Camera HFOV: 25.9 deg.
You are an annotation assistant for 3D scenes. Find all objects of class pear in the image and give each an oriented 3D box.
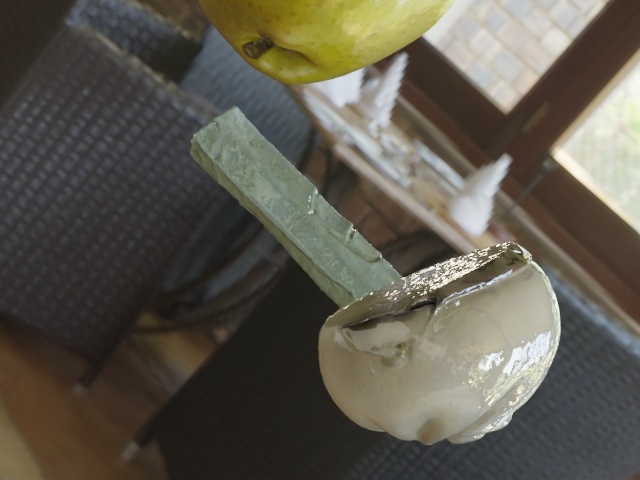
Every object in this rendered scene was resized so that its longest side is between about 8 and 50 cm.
[{"bbox_3d":[0.017,-0.392,1.656,0.362,0.418,0.362,19,-10,4],"label":"pear"}]

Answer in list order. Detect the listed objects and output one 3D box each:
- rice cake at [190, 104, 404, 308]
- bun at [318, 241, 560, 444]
[{"bbox_3d":[0.000,0.000,1.422,0.336,0.066,0.063,45,-15,8],"label":"rice cake"},{"bbox_3d":[0.089,0.081,0.974,0.173,0.172,0.120,-50,118,-80],"label":"bun"}]
